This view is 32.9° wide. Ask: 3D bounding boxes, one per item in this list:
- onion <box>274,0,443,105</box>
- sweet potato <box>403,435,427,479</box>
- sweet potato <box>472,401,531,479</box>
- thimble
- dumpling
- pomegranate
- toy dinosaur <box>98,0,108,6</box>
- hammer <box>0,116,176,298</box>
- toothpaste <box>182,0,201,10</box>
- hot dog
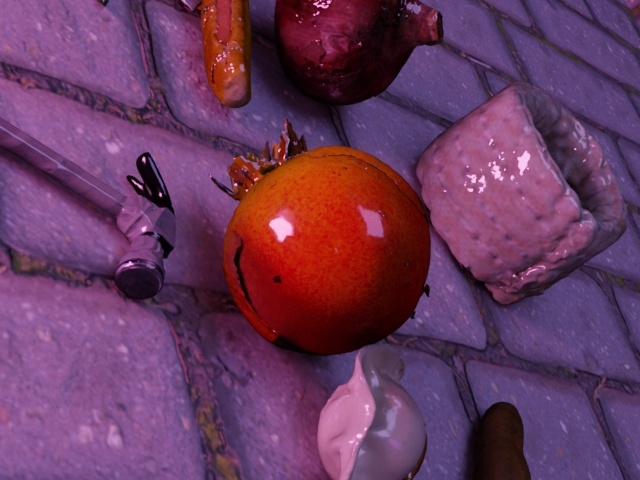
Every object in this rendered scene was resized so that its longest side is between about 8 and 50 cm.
[{"bbox_3d":[0.055,-0.292,1.407,0.219,0.252,0.252,12,28,15],"label":"onion"},{"bbox_3d":[0.095,0.221,1.140,0.034,0.034,0.095,44,31,-14],"label":"sweet potato"},{"bbox_3d":[0.201,0.263,1.210,0.075,0.075,0.273,41,28,-18],"label":"sweet potato"},{"bbox_3d":[0.293,-0.065,1.544,0.291,0.195,0.291,34,34,-27],"label":"thimble"},{"bbox_3d":[0.050,0.166,1.039,0.169,0.100,0.134,-20,117,-46],"label":"dumpling"},{"bbox_3d":[0.000,0.000,1.072,0.235,0.210,0.210,54,31,3],"label":"pomegranate"},{"bbox_3d":[-0.248,-0.308,1.239,0.060,0.029,0.119,56,21,-26],"label":"toy dinosaur"},{"bbox_3d":[-0.298,-0.103,0.938,0.427,0.044,0.152,33,35,-28],"label":"hammer"},{"bbox_3d":[-0.250,-0.410,1.313,0.314,0.056,0.058,49,67,-16],"label":"toothpaste"},{"bbox_3d":[-0.114,-0.273,1.326,0.087,0.061,0.285,82,2,-45],"label":"hot dog"}]
